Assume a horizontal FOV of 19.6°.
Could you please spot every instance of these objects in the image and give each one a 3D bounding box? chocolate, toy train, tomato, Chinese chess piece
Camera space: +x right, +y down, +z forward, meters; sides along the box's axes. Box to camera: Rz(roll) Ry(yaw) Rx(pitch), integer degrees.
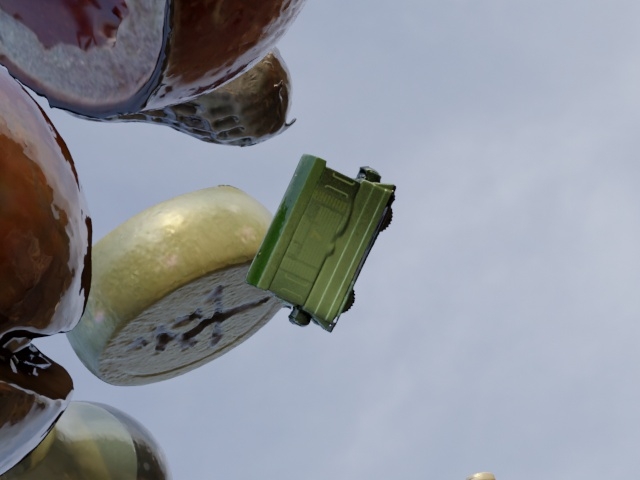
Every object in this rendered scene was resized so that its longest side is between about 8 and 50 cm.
[{"bbox_3d":[-0.140,-0.146,1.604,0.110,0.248,0.110,8,-90,-83],"label":"chocolate"},{"bbox_3d":[0.000,0.000,0.980,0.056,0.038,0.093,25,-92,-14],"label":"toy train"},{"bbox_3d":[-0.064,-0.170,0.799,0.155,0.181,0.214,-20,-43,-37],"label":"tomato"},{"bbox_3d":[-0.110,0.039,1.444,0.188,0.083,0.188,-27,-22,-12],"label":"Chinese chess piece"}]

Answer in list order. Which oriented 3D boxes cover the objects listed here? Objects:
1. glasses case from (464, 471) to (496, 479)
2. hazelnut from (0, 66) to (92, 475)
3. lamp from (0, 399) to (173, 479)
[{"bbox_3d":[0.160,0.260,1.882,0.032,0.021,0.083,-5,-37,-6],"label":"glasses case"},{"bbox_3d":[-0.338,0.046,1.160,0.409,0.359,0.359,-19,-53,9],"label":"hazelnut"},{"bbox_3d":[-0.266,0.221,1.717,0.314,0.182,0.182,32,-99,-52],"label":"lamp"}]
